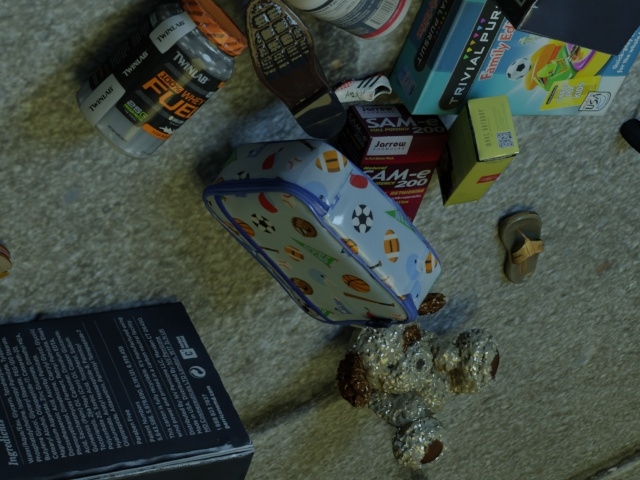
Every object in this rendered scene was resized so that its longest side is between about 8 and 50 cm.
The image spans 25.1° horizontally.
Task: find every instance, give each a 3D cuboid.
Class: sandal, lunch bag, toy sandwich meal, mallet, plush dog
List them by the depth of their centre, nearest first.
[{"bbox_3d":[-0.433,0.036,1.832,0.086,0.029,0.085,-18,140,-16],"label":"toy sandwich meal"},{"bbox_3d":[0.000,0.000,1.880,0.303,0.243,0.115,50,57,-31],"label":"lunch bag"},{"bbox_3d":[0.496,-0.221,2.158,0.039,0.062,0.189,-10,123,-26],"label":"mallet"},{"bbox_3d":[0.327,0.017,2.289,0.072,0.049,0.180,-23,141,-10],"label":"sandal"},{"bbox_3d":[0.129,0.197,2.291,0.262,0.211,0.225,-51,131,-19],"label":"plush dog"}]

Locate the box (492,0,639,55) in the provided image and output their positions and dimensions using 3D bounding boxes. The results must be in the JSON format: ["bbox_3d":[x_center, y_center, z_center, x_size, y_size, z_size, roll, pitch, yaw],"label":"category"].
[{"bbox_3d":[0.285,-0.416,1.592,0.183,0.296,0.294,9,129,-39],"label":"box"}]

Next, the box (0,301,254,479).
[{"bbox_3d":[-0.404,0.370,2.002,0.472,0.297,0.479,-7,137,-29],"label":"box"}]

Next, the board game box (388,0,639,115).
[{"bbox_3d":[0.288,-0.286,1.909,0.336,0.079,0.253,-3,134,-31],"label":"board game box"}]

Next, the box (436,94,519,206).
[{"bbox_3d":[0.208,-0.118,1.950,0.058,0.087,0.232,-8,166,-10],"label":"box"}]

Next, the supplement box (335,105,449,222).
[{"bbox_3d":[0.076,-0.076,2.006,0.130,0.073,0.239,-5,134,-27],"label":"supplement box"}]

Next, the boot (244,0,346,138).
[{"bbox_3d":[-0.046,-0.228,1.756,0.082,0.106,0.219,-29,129,1],"label":"boot"}]

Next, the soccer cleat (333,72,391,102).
[{"bbox_3d":[0.054,-0.196,1.889,0.083,0.035,0.029,-18,140,-16],"label":"soccer cleat"}]

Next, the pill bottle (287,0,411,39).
[{"bbox_3d":[0.013,-0.312,1.679,0.180,0.108,0.108,18,121,-43],"label":"pill bottle"}]

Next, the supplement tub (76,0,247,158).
[{"bbox_3d":[-0.182,-0.195,1.672,0.190,0.117,0.117,-43,140,15],"label":"supplement tub"}]
